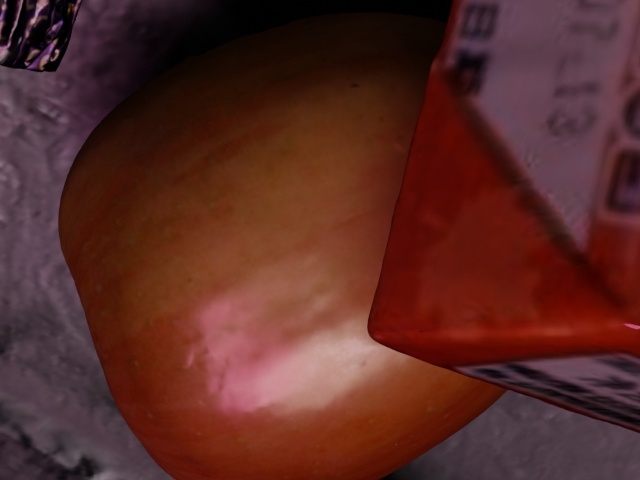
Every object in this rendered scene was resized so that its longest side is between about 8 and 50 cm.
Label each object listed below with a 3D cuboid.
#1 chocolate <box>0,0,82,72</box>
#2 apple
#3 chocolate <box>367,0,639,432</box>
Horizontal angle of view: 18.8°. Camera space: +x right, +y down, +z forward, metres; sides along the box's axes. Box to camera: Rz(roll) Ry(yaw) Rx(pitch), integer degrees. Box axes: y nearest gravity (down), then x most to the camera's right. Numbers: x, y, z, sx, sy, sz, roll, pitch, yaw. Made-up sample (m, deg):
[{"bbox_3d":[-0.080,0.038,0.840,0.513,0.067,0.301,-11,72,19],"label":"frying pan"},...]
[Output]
[{"bbox_3d":[-0.081,-0.130,0.685,0.072,0.070,0.147,38,103,-19],"label":"chocolate"},{"bbox_3d":[0.000,0.000,0.711,0.199,0.199,0.199,-4,126,-6],"label":"apple"},{"bbox_3d":[0.152,-0.045,0.648,0.237,0.108,0.234,22,81,-42],"label":"chocolate"}]
